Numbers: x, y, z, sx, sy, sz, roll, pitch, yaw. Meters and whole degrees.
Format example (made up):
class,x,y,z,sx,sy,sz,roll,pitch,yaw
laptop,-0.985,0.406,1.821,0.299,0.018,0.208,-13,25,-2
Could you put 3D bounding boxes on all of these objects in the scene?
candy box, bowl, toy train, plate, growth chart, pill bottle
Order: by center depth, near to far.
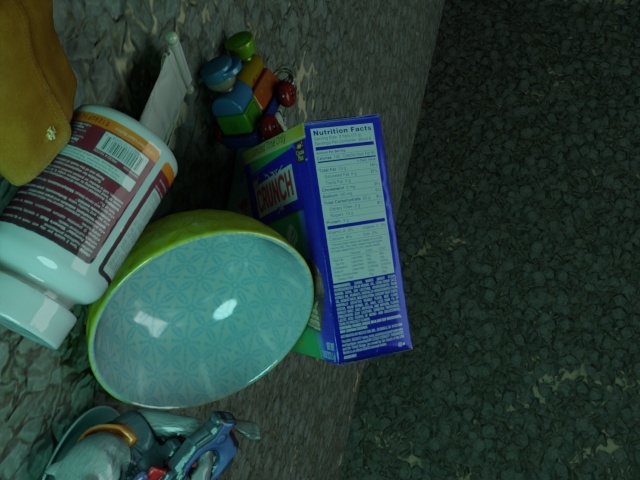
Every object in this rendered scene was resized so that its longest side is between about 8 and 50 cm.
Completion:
class,x,y,z,sx,sy,sz,roll,pitch,yaw
pill bottle,-0.243,-0.014,0.690,0.221,0.121,0.121,-63,159,-21
plate,-0.301,0.298,0.875,0.188,0.024,0.188,8,90,-76
growth chart,-0.211,-0.143,0.901,0.172,0.021,0.237,100,5,-66
bowl,-0.170,0.063,0.910,0.156,0.289,0.290,53,-23,43
candy box,0.000,0.000,1.017,0.268,0.122,0.317,174,-92,-68
toy train,-0.107,-0.276,1.137,0.143,0.105,0.248,65,34,-41

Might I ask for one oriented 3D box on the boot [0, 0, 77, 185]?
class,x,y,z,sx,sy,sz,roll,pitch,yaw
boot,-0.283,-0.113,0.551,0.211,0.104,0.295,81,19,-48

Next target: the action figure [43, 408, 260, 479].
class,x,y,z,sx,sy,sz,roll,pitch,yaw
action figure,-0.237,0.327,0.899,0.341,0.178,0.330,-48,152,-7

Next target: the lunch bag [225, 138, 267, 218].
class,x,y,z,sx,sy,sz,roll,pitch,yaw
lunch bag,-0.040,-0.045,1.273,0.262,0.160,0.224,21,79,-52

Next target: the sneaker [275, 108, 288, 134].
class,x,y,z,sx,sy,sz,roll,pitch,yaw
sneaker,-0.075,-0.228,1.384,0.083,0.031,0.037,65,37,-65
